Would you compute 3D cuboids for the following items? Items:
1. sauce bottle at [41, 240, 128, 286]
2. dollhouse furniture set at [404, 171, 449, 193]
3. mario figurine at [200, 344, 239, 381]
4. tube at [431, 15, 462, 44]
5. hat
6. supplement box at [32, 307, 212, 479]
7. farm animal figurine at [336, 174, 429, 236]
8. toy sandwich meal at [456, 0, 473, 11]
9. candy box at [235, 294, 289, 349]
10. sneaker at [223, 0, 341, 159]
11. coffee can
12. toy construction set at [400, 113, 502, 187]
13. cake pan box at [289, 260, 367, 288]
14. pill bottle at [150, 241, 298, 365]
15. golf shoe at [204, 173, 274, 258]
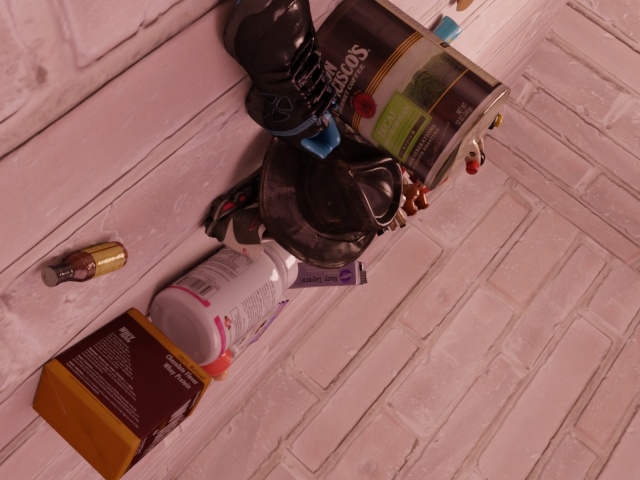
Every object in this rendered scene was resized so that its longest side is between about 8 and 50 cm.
[{"bbox_3d":[-0.304,0.031,0.877,0.042,0.042,0.128,-55,166,24],"label":"sauce bottle"},{"bbox_3d":[0.222,-0.185,2.119,0.374,0.152,0.201,-32,169,-3],"label":"dollhouse furniture set"},{"bbox_3d":[-0.271,0.302,1.564,0.320,0.170,0.198,127,-26,-58],"label":"mario figurine"},{"bbox_3d":[0.228,-0.414,1.535,0.207,0.052,0.080,-46,161,11],"label":"tube"},{"bbox_3d":[0.054,-0.092,1.181,0.331,0.134,0.331,-11,106,-41],"label":"hat"},{"bbox_3d":[-0.327,0.253,1.130,0.194,0.191,0.129,-38,164,-50],"label":"supplement box"},{"bbox_3d":[0.067,-0.072,1.594,0.330,0.172,0.327,-29,-177,24],"label":"farm animal figurine"},{"bbox_3d":[0.324,-0.547,1.506,0.085,0.029,0.085,-43,166,-13],"label":"toy sandwich meal"},{"bbox_3d":[-0.187,0.217,1.910,0.165,0.070,0.196,-52,170,9],"label":"candy box"},{"bbox_3d":[-0.027,-0.220,0.882,0.125,0.140,0.341,-47,168,-8],"label":"sneaker"},{"bbox_3d":[0.133,-0.242,1.091,0.201,0.275,0.201,-48,169,-13],"label":"coffee can"},{"bbox_3d":[0.346,-0.306,1.849,0.309,0.257,0.237,-39,163,-33],"label":"toy construction set"},{"bbox_3d":[-0.014,0.089,1.740,0.246,0.267,0.070,10,77,-82],"label":"cake pan box"},{"bbox_3d":[-0.176,0.102,1.318,0.283,0.160,0.160,-39,164,-46],"label":"pill bottle"},{"bbox_3d":[-0.089,-0.059,1.242,0.273,0.120,0.105,-42,165,-41],"label":"golf shoe"}]
